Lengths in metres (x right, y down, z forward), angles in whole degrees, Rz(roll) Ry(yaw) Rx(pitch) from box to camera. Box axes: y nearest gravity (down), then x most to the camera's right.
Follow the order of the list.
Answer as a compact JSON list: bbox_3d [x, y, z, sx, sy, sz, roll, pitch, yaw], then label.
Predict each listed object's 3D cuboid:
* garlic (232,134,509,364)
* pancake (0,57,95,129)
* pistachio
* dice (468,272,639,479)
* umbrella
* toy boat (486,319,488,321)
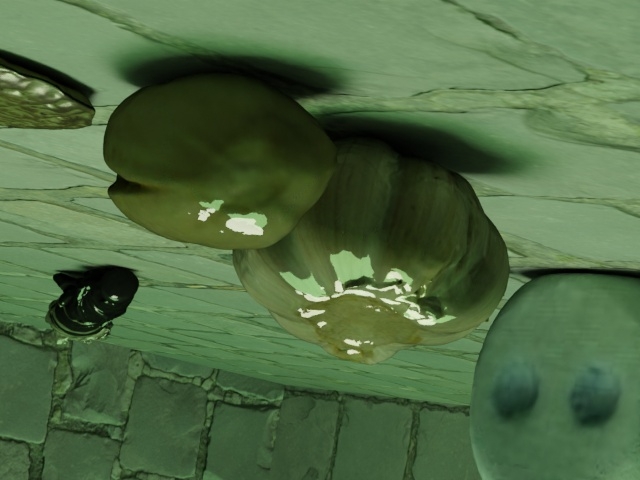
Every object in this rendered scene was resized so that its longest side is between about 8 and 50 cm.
[{"bbox_3d":[0.038,0.001,1.372,0.228,0.152,0.228,13,148,8],"label":"garlic"},{"bbox_3d":[-0.287,-0.121,1.364,0.212,0.029,0.235,6,171,23],"label":"pancake"},{"bbox_3d":[-0.079,-0.059,1.238,0.136,0.135,0.226,16,176,-37],"label":"pistachio"},{"bbox_3d":[0.340,0.186,1.877,0.268,0.264,0.262,17,169,-37],"label":"dice"},{"bbox_3d":[-0.349,0.088,2.706,0.113,0.106,0.358,3,167,-19],"label":"umbrella"},{"bbox_3d":[0.147,0.083,2.171,0.149,0.047,0.049,6,-175,42],"label":"toy boat"}]
